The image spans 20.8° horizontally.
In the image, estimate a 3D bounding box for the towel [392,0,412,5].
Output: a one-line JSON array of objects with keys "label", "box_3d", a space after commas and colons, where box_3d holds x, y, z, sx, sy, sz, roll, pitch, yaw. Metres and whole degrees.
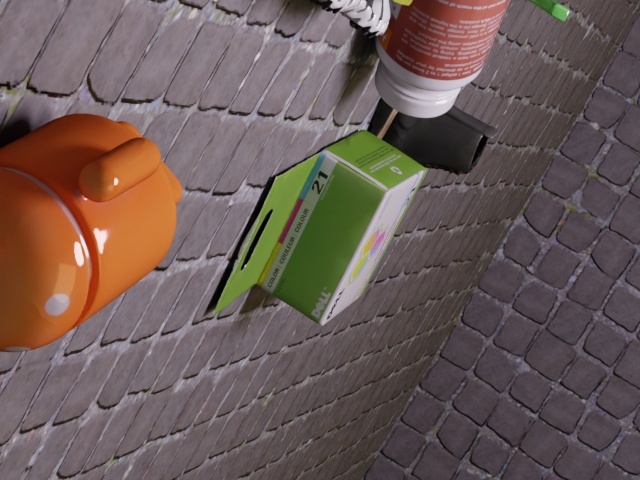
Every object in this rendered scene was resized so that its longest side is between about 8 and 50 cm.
[{"label": "towel", "box_3d": [0.118, -0.299, 1.442, 0.237, 0.021, 0.102, -54, 164, 15]}]

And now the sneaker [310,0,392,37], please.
[{"label": "sneaker", "box_3d": [0.035, -0.243, 1.518, 0.106, 0.078, 0.234, -57, 166, 7]}]

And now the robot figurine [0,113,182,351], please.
[{"label": "robot figurine", "box_3d": [-0.180, -0.005, 1.146, 0.219, 0.158, 0.128, -40, 129, -56]}]

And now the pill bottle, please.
[{"label": "pill bottle", "box_3d": [0.125, -0.233, 1.794, 0.121, 0.121, 0.216, -47, 164, -41]}]

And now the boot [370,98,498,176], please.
[{"label": "boot", "box_3d": [0.117, -0.091, 2.074, 0.077, 0.137, 0.198, -46, 163, -44]}]

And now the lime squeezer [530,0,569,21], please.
[{"label": "lime squeezer", "box_3d": [0.181, -0.311, 1.895, 0.310, 0.110, 0.059, -114, -145, -68]}]

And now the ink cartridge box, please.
[{"label": "ink cartridge box", "box_3d": [0.000, 0.000, 1.934, 0.189, 0.097, 0.255, -63, 168, 24]}]
